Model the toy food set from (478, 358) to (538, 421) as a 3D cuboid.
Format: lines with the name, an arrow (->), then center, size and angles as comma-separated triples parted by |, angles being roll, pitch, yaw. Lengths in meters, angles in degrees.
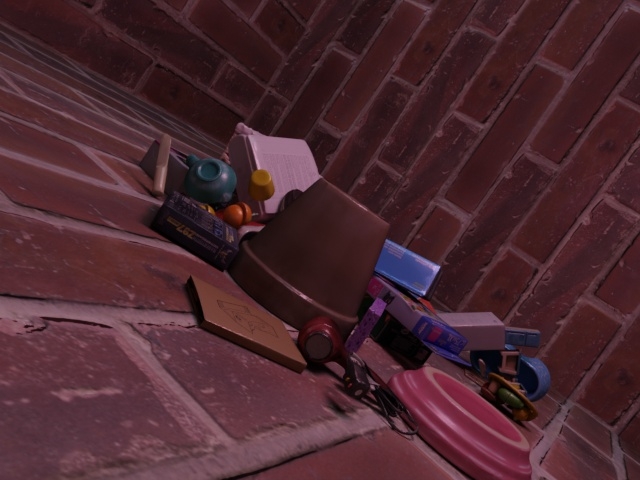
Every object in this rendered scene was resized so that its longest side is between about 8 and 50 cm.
toy food set -> 0.533, 0.465, 1.829 | 0.218, 0.071, 0.128 | 40, -16, 29

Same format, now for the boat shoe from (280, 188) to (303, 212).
boat shoe -> 0.000, 0.000, 1.667 | 0.132, 0.130, 0.355 | 20, 43, -52

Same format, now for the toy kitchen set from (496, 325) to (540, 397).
toy kitchen set -> 0.654, 0.402, 2.004 | 0.122, 0.207, 0.166 | 5, 6, 4

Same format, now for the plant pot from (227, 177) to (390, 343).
plant pot -> 0.003, 0.027, 1.379 | 0.323, 0.280, 0.323 | 35, 6, -4

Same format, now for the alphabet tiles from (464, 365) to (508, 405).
alphabet tiles -> 0.573, 0.494, 2.030 | 0.237, 0.009, 0.198 | 36, 6, 11

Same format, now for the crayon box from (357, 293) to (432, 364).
crayon box -> 0.171, 0.209, 1.767 | 0.202, 0.081, 0.318 | 30, 7, -32

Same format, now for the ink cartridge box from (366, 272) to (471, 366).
ink cartridge box -> 0.260, 0.206, 1.626 | 0.185, 0.065, 0.311 | 28, 11, -43

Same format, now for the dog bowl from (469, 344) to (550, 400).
dog bowl -> 0.650, 0.444, 2.155 | 0.297, 0.166, 0.074 | 38, 19, 28

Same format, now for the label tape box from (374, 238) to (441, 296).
label tape box -> 0.228, 0.072, 1.806 | 0.240, 0.106, 0.333 | 28, -1, 15

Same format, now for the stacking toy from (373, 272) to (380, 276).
stacking toy -> 0.201, 0.177, 2.042 | 0.141, 0.141, 0.330 | 27, 16, -48

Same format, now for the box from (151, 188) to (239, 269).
box -> -0.273, -0.029, 1.371 | 0.183, 0.059, 0.233 | 32, 6, -15

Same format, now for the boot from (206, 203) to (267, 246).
boot -> -0.212, -0.040, 1.667 | 0.176, 0.088, 0.244 | 36, 10, 24

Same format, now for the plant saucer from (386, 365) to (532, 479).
plant saucer -> 0.287, 0.360, 1.231 | 0.332, 0.084, 0.332 | 35, 6, -4

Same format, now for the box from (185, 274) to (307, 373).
box -> -0.127, 0.139, 1.040 | 0.201, 0.021, 0.164 | 32, 7, -28

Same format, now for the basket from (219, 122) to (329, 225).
basket -> -0.179, -0.197, 2.164 | 0.328, 0.266, 0.331 | 35, 7, 9

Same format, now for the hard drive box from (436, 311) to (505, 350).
hard drive box -> 0.483, 0.304, 2.080 | 0.232, 0.089, 0.181 | -2, 7, 3

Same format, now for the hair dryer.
hair dryer -> 0.043, 0.230, 1.123 | 0.223, 0.080, 0.293 | 48, 2, -40

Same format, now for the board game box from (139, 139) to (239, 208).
board game box -> -0.344, -0.157, 1.806 | 0.224, 0.097, 0.303 | 41, 9, 40

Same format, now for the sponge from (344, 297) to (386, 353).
sponge -> 0.098, 0.191, 1.362 | 0.031, 0.117, 0.210 | 33, 6, 8

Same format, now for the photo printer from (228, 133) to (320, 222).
photo printer -> -0.117, -0.183, 1.837 | 0.307, 0.107, 0.256 | -7, 81, -52

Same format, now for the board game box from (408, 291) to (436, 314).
board game box -> 0.282, 0.155, 2.212 | 0.242, 0.064, 0.316 | 58, -5, -7

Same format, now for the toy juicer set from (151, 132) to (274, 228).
toy juicer set -> -0.298, -0.127, 1.569 | 0.329, 0.209, 0.089 | 21, -28, 7
